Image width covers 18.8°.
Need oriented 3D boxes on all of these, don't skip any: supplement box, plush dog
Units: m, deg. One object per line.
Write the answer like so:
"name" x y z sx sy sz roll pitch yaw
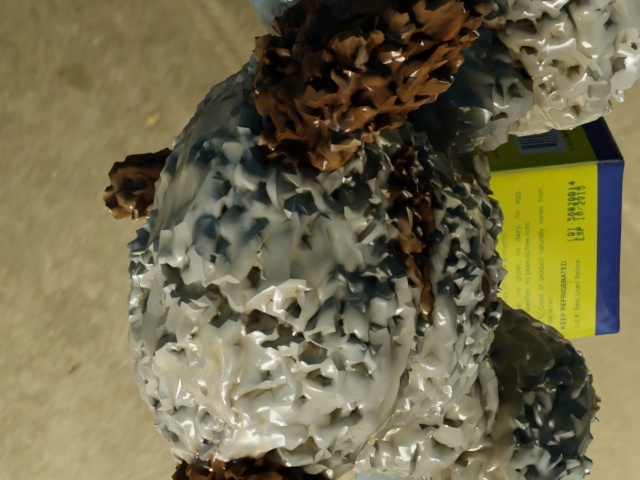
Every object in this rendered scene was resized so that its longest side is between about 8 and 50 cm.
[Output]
"supplement box" 0.093 -0.023 1.840 0.357 0.195 0.194 -6 122 -4
"plush dog" 0.000 0.000 0.681 0.211 0.225 0.262 9 102 9

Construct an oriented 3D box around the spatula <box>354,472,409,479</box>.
"spatula" 0.032 0.196 0.923 0.168 0.019 0.242 -2 116 -8
